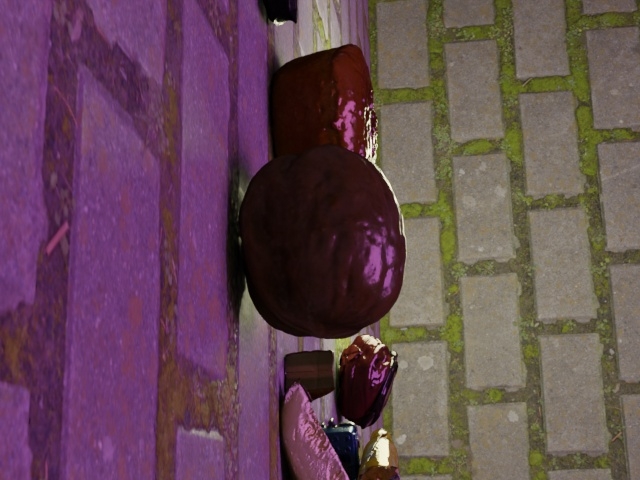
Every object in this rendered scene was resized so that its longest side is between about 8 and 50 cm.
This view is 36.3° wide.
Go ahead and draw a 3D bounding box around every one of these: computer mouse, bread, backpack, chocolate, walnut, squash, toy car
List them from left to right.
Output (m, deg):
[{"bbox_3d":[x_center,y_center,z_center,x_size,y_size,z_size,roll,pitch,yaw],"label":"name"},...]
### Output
[{"bbox_3d":[-0.069,-0.407,1.630,0.172,0.057,0.098,-118,-159,-80],"label":"computer mouse"},{"bbox_3d":[-0.010,0.240,1.686,0.139,0.084,0.074,70,18,-68],"label":"bread"},{"bbox_3d":[-0.004,0.369,1.578,0.169,0.093,0.252,29,-43,43],"label":"squash"},{"bbox_3d":[0.000,0.000,1.346,0.283,0.227,0.282,20,62,-41],"label":"walnut"},{"bbox_3d":[0.012,-0.201,1.742,0.312,0.173,0.312,0,90,-79],"label":"bread"},{"bbox_3d":[0.023,0.429,1.801,0.100,0.097,0.191,-47,133,-80],"label":"toy car"},{"bbox_3d":[0.104,0.329,2.357,0.229,0.139,0.229,14,90,-74],"label":"backpack"},{"bbox_3d":[0.110,0.413,1.830,0.219,0.086,0.085,-72,158,-78],"label":"chocolate"}]
